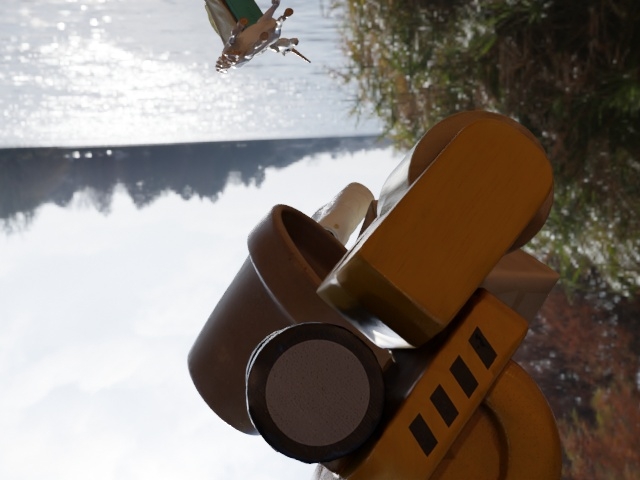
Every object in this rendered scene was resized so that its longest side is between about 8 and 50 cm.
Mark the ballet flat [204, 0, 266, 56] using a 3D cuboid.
[{"bbox_3d":[-0.158,-0.380,1.076,0.086,0.248,0.086,-25,-171,4],"label":"ballet flat"}]

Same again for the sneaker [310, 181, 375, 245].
[{"bbox_3d":[0.000,0.000,1.602,0.169,0.108,0.292,-50,178,-33],"label":"sneaker"}]

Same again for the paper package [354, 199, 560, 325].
[{"bbox_3d":[0.268,0.061,1.490,0.325,0.168,0.309,4,-152,-46],"label":"paper package"}]

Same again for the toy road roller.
[{"bbox_3d":[0.101,0.087,0.594,0.241,0.329,0.202,38,170,0],"label":"toy road roller"}]

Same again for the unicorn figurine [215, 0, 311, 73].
[{"bbox_3d":[-0.071,-0.253,0.912,0.162,0.060,0.111,-27,173,-28],"label":"unicorn figurine"}]

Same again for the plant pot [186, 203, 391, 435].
[{"bbox_3d":[-0.044,0.120,0.932,0.229,0.263,0.263,-42,-179,12],"label":"plant pot"}]
